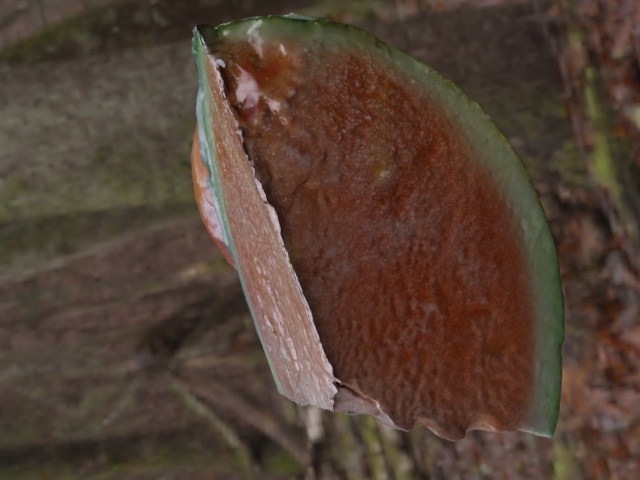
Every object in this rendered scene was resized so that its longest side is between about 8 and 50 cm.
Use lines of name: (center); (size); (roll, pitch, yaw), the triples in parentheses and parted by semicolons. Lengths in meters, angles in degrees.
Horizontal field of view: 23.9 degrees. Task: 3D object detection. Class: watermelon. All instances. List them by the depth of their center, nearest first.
watermelon: (0.006, -0.007, 0.684); (0.146, 0.128, 0.231); (8, 123, 57)

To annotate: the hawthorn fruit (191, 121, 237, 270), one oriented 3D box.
hawthorn fruit: (0.000, 0.000, 0.966); (0.165, 0.165, 0.285); (80, 179, -50)
